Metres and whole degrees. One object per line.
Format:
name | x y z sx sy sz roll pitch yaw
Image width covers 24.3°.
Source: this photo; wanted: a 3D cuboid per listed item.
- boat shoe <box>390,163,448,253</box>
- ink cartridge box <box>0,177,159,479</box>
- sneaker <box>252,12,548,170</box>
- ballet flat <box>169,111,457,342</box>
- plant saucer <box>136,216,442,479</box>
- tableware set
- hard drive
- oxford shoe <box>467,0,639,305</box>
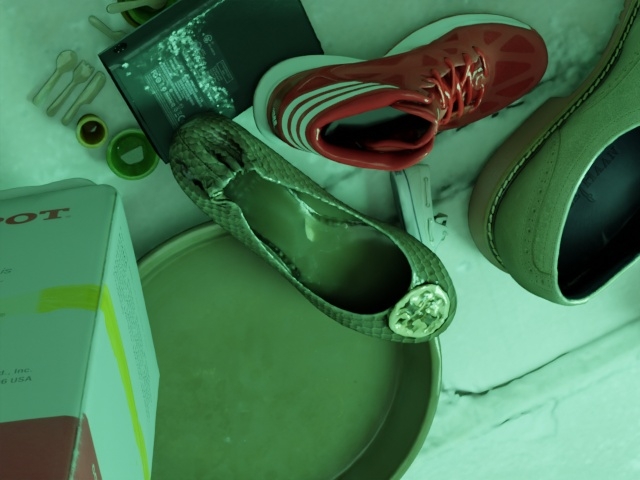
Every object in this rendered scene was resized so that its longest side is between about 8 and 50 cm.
boat shoe | 0.078 -0.009 1.090 0.035 0.035 0.100 -15 107 -5
ink cartridge box | -0.244 0.126 0.846 0.279 0.384 0.160 -9 115 1
sneaker | 0.078 -0.088 0.995 0.221 0.128 0.087 -18 118 -18
ballet flat | 0.000 0.000 1.015 0.250 0.058 0.084 38 97 -24
plant saucer | -0.047 0.104 1.097 0.278 0.041 0.278 -5 111 -13
tableware set | -0.113 -0.119 1.005 0.104 0.024 0.154 36 98 -24
hard drive | -0.069 -0.123 0.991 0.135 0.022 0.094 -35 133 -8
oxford shoe | 0.272 -0.112 1.037 0.140 0.146 0.397 32 99 -22
